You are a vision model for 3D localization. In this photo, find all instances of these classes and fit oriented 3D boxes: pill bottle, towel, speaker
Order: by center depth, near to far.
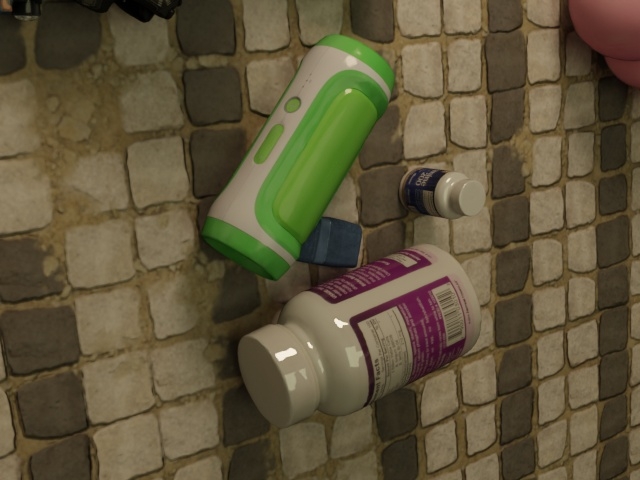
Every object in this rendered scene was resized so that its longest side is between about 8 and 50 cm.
[{"bbox_3d":[-0.025,-0.103,1.066,0.131,0.131,0.297,38,77,-33],"label":"speaker"},{"bbox_3d":[0.050,0.127,1.131,0.301,0.169,0.169,-21,109,-29],"label":"pill bottle"},{"bbox_3d":[0.000,0.000,1.159,0.119,0.029,0.067,11,93,-34],"label":"towel"},{"bbox_3d":[0.171,-0.065,1.206,0.067,0.120,0.067,-7,102,-33],"label":"pill bottle"}]

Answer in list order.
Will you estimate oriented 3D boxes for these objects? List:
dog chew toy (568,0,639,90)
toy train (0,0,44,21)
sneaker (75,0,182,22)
[{"bbox_3d":[0.529,-0.335,1.360,0.332,0.206,0.207,39,76,-40],"label":"dog chew toy"},{"bbox_3d":[-0.322,-0.314,0.860,0.105,0.080,0.184,-4,103,-22],"label":"toy train"},{"bbox_3d":[-0.169,-0.315,0.950,0.276,0.097,0.135,-29,142,-45],"label":"sneaker"}]
